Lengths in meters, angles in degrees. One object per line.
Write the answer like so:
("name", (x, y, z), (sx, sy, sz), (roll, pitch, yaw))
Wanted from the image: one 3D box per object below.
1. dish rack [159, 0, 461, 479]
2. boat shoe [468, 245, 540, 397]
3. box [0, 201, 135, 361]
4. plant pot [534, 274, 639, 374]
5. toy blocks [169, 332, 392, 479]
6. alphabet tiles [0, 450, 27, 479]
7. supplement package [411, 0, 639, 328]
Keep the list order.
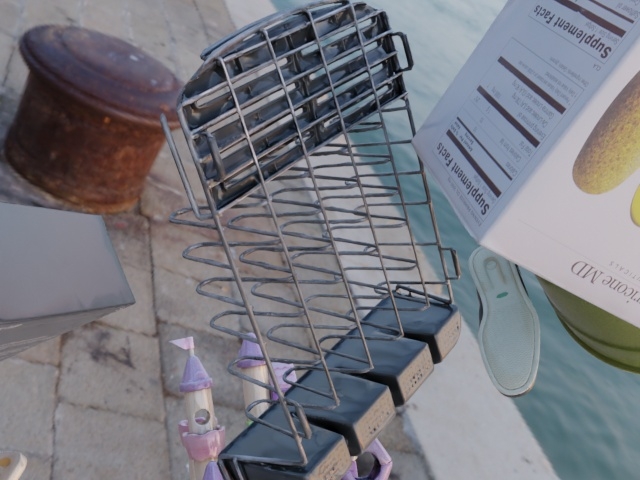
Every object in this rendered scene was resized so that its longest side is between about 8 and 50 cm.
("dish rack", (0.000, 0.000, 0.462), (0.074, 0.271, 0.208), (3, 29, 39))
("boat shoe", (0.259, 0.113, 1.041), (0.079, 0.084, 0.233), (57, 25, -45))
("box", (-0.294, 0.049, 0.622), (0.261, 0.184, 0.103), (14, 55, -83))
("plant pot", (0.395, -0.057, 0.966), (0.353, 0.366, 0.366), (36, 16, -42))
("toy blocks", (-0.073, 0.264, 1.158), (0.288, 0.260, 0.309), (-5, -4, -12))
("alphabet tiles", (-0.382, 0.298, 0.650), (0.021, 0.284, 0.278), (58, 37, -29))
("supplement package", (0.185, -0.097, 0.417), (0.139, 0.244, 0.134), (25, 23, -23))
